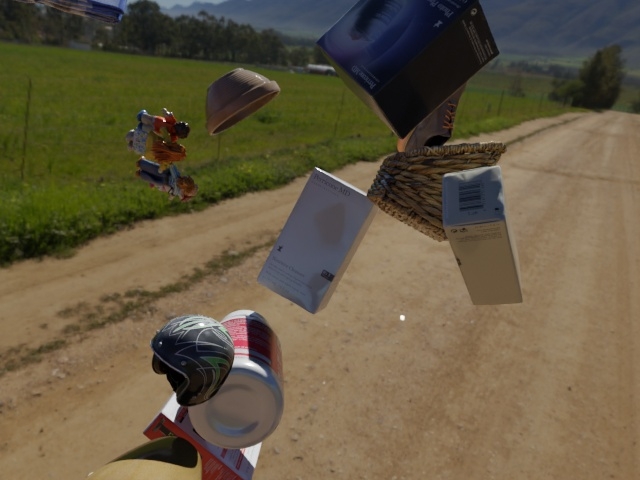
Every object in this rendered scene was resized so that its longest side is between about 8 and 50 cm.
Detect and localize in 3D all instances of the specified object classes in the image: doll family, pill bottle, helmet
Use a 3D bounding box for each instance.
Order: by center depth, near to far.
[{"bbox_3d":[-0.255,0.228,1.053,0.169,0.162,0.169,10,25,-5],"label":"helmet"},{"bbox_3d":[-0.378,-0.181,1.277,0.163,0.263,0.118,17,42,17],"label":"doll family"},{"bbox_3d":[-0.214,0.343,1.413,0.228,0.229,0.408,5,14,-7],"label":"pill bottle"}]

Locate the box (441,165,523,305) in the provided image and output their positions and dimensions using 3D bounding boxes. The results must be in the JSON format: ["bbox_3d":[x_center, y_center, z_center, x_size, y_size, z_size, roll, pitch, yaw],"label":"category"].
[{"bbox_3d":[0.282,0.003,0.900,0.094,0.275,0.113,-7,54,22],"label":"box"}]

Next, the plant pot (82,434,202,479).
[{"bbox_3d":[-0.309,0.461,0.920,0.236,0.237,0.254,9,11,5],"label":"plant pot"}]

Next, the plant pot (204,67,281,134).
[{"bbox_3d":[-0.236,-0.399,1.459,0.237,0.110,0.237,-31,10,6],"label":"plant pot"}]

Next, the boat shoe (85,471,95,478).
[{"bbox_3d":[-0.604,0.757,1.596,0.095,0.258,0.095,-18,48,7],"label":"boat shoe"}]

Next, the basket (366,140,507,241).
[{"bbox_3d":[0.240,-0.140,1.164,0.213,0.223,0.299,30,4,8],"label":"basket"}]

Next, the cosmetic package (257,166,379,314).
[{"bbox_3d":[0.000,0.000,1.583,0.217,0.385,0.156,28,9,12],"label":"cosmetic package"}]

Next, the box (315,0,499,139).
[{"bbox_3d":[0.193,-0.451,1.232,0.182,0.294,0.296,37,14,-48],"label":"box"}]

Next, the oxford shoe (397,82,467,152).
[{"bbox_3d":[0.362,-0.373,1.535,0.129,0.364,0.133,-1,42,-32],"label":"oxford shoe"}]

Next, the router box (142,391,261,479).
[{"bbox_3d":[-0.312,0.537,1.504,0.301,0.082,0.335,41,7,-3],"label":"router box"}]

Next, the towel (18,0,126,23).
[{"bbox_3d":[-0.486,-0.482,0.941,0.284,0.034,0.209,7,53,-16],"label":"towel"}]
